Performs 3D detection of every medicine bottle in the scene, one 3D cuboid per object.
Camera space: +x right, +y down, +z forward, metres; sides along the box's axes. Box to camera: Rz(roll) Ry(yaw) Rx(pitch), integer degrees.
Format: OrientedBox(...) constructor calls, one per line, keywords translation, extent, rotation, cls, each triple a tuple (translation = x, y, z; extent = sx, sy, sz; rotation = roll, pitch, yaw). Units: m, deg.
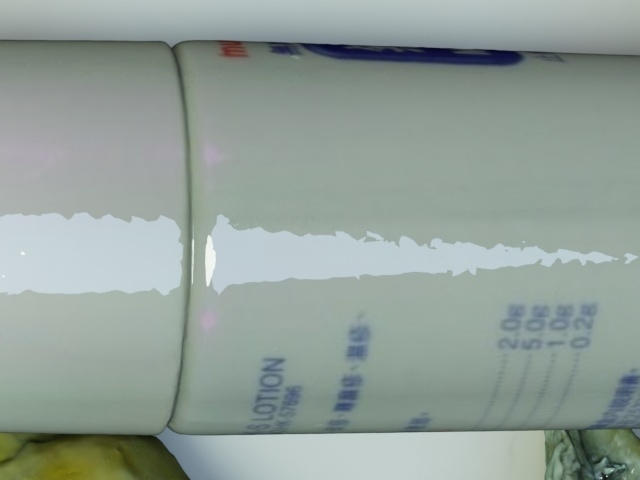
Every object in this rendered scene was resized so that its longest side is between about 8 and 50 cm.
OrientedBox(translation=(0.000, 0.000, 0.626), extent=(0.341, 0.130, 0.130), rotation=(0, 100, -12), cls="medicine bottle")

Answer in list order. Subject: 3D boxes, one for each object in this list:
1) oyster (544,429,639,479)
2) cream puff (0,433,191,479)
OrientedBox(translation=(0.095, 0.209, 0.703), extent=(0.199, 0.087, 0.252), rotation=(-39, 115, -16), cls="oyster")
OrientedBox(translation=(-0.104, 0.215, 0.581), extent=(0.291, 0.257, 0.324), rotation=(-46, 106, -5), cls="cream puff")
